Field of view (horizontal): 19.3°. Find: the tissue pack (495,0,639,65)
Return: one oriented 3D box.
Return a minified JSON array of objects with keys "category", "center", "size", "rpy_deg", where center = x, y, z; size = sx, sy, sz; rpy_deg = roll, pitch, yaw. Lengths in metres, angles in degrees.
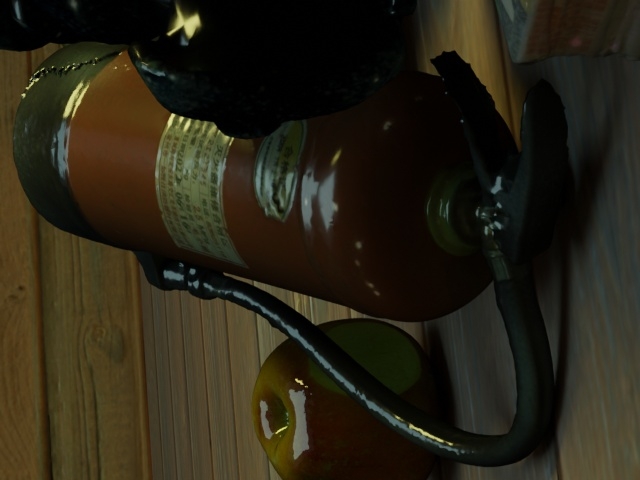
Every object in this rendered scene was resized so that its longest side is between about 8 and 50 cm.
[{"category":"tissue pack","center":[0.095,-0.154,0.654],"size":[0.155,0.065,0.115],"rpy_deg":[99,166,-49]}]

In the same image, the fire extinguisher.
[{"category":"fire extinguisher","center":[0.006,-0.009,0.920],"size":[0.376,0.113,0.200],"rpy_deg":[11,143,52]}]

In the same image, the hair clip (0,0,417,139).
[{"category":"hair clip","center":[-0.038,-0.159,0.798],"size":[0.310,0.206,0.194],"rpy_deg":[-57,-24,-64]}]

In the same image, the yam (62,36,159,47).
[{"category":"yam","center":[-0.160,-0.270,1.275],"size":[0.300,0.195,0.195],"rpy_deg":[53,164,6]}]

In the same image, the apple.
[{"category":"apple","center":[0.015,0.101,1.062],"size":[0.099,0.102,0.114],"rpy_deg":[101,163,-46]}]
